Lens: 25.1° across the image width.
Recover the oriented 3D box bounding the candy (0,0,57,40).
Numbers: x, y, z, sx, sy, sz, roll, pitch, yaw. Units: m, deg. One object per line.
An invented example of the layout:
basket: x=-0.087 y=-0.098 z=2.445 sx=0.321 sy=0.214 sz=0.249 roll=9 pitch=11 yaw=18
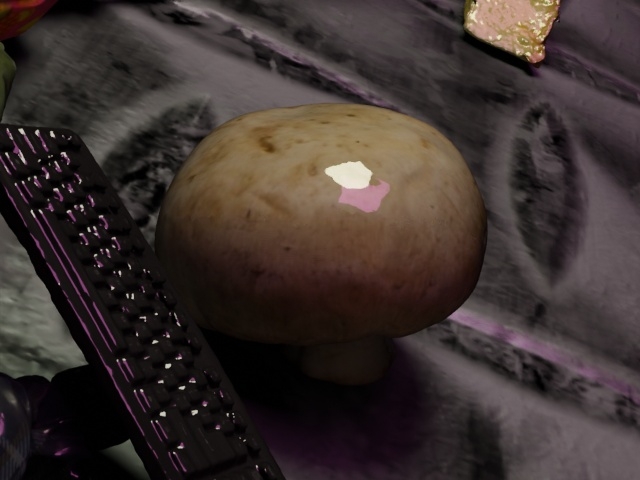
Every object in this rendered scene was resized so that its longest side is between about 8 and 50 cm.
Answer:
candy: x=-0.144 y=-0.182 z=0.927 sx=0.124 sy=0.124 sz=0.365 roll=39 pitch=23 yaw=21

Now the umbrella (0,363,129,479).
umbrella: x=-0.155 y=0.077 z=0.519 sx=0.071 sy=0.080 sz=0.224 roll=3 pitch=9 yaw=36

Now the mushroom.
mushroom: x=0.000 y=0.000 z=0.708 sx=0.166 sy=0.127 sz=0.166 roll=4 pitch=19 yaw=-1

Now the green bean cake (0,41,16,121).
green bean cake: x=-0.253 y=-0.056 z=0.597 sx=0.222 sy=0.125 sz=0.227 roll=21 pitch=25 yaw=-12

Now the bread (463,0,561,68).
bread: x=0.164 y=-0.206 z=1.209 sx=0.084 sy=0.080 sz=0.109 roll=22 pitch=27 yaw=-3

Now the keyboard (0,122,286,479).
keyboard: x=-0.059 y=0.058 z=0.568 sx=0.250 sy=0.017 sz=0.087 roll=58 pitch=21 yaw=13
